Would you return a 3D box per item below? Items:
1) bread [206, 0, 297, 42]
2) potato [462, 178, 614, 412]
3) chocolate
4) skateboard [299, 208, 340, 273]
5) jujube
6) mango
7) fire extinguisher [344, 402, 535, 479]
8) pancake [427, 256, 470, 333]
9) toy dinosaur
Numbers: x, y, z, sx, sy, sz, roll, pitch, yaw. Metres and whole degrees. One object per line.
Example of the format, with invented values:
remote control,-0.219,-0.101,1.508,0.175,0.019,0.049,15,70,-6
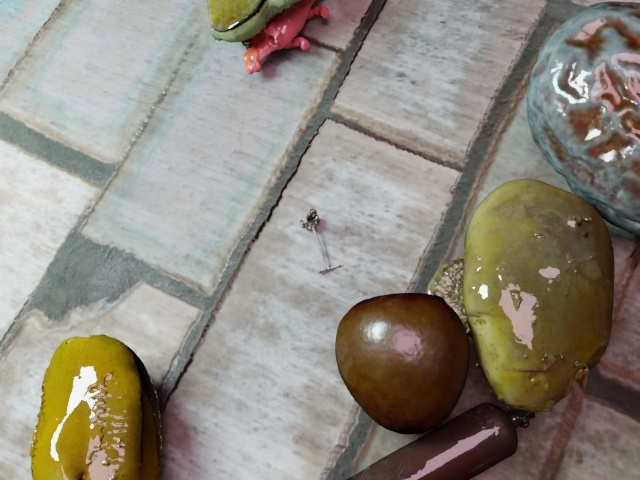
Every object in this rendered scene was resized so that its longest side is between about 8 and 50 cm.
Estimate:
bread,-0.087,-0.425,1.071,0.207,0.056,0.287,-17,55,19
potato,0.269,0.062,0.850,0.191,0.141,0.297,12,71,-5
chocolate,0.098,0.150,0.835,0.176,0.177,0.177,-2,70,5
skateboard,0.000,0.000,0.954,0.032,0.064,0.083,-20,81,-10
jujube,0.411,-0.152,0.877,0.308,0.215,0.246,42,79,15
mango,-0.282,0.237,0.851,0.151,0.156,0.249,-30,64,34
fire extinguisher,0.152,0.257,0.840,0.267,0.072,0.089,-28,33,-4
pancake,0.201,0.072,0.927,0.114,0.011,0.115,-2,70,5
toy dinosaur,-0.055,-0.381,1.104,0.138,0.070,0.286,19,70,35
